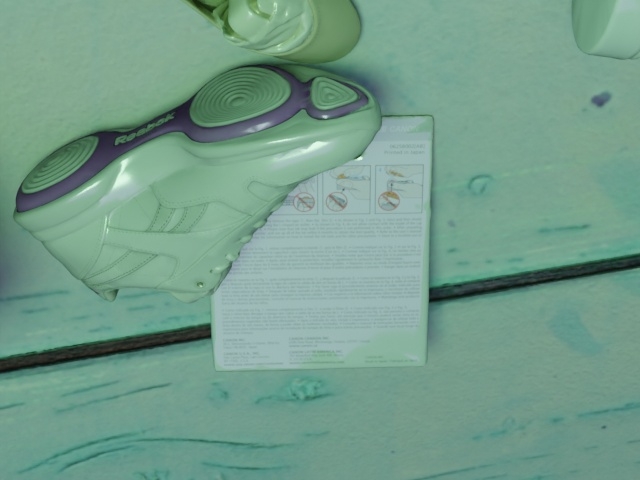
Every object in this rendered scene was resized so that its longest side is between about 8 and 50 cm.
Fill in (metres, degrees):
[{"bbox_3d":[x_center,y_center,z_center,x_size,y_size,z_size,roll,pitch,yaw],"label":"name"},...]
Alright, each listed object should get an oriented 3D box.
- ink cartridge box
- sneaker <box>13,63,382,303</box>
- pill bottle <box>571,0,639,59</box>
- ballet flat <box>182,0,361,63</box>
[{"bbox_3d":[0.000,0.000,1.063,0.189,0.066,0.232,-1,110,-2],"label":"ink cartridge box"},{"bbox_3d":[-0.080,-0.038,0.968,0.305,0.114,0.152,-17,123,25],"label":"sneaker"},{"bbox_3d":[0.306,-0.165,0.861,0.245,0.136,0.136,5,131,-8],"label":"pill bottle"},{"bbox_3d":[-0.072,-0.181,0.866,0.248,0.086,0.086,32,123,-27],"label":"ballet flat"}]
